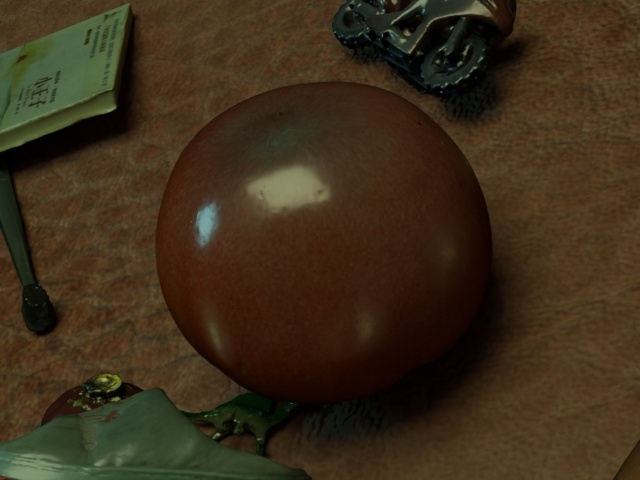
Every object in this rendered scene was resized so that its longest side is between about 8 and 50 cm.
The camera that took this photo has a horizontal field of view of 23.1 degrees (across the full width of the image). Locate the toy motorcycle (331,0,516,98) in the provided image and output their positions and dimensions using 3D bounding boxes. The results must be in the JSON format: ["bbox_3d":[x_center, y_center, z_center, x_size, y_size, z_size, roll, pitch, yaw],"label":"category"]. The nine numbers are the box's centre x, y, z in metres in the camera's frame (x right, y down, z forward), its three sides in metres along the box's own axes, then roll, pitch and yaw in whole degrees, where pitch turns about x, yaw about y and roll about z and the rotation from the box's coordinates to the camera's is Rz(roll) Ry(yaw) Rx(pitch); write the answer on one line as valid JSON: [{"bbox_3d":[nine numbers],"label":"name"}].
[{"bbox_3d":[0.099,-0.197,1.409,0.118,0.084,0.212,-48,40,-5],"label":"toy motorcycle"}]

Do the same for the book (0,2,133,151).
[{"bbox_3d":[-0.329,-0.144,1.613,0.289,0.026,0.201,-20,32,12],"label":"book"}]

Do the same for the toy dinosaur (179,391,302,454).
[{"bbox_3d":[-0.069,0.139,1.239,0.119,0.029,0.060,0,35,36],"label":"toy dinosaur"}]

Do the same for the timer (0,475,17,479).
[{"bbox_3d":[-0.233,0.276,1.050,0.229,0.229,0.215,0,59,29],"label":"timer"}]

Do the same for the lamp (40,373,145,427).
[{"bbox_3d":[-0.170,0.151,1.230,0.101,0.090,0.101,1,19,0],"label":"lamp"}]

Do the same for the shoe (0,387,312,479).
[{"bbox_3d":[-0.127,0.153,1.136,0.251,0.103,0.100,6,71,-5],"label":"shoe"}]

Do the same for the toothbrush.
[{"bbox_3d":[-0.295,-0.015,1.496,0.030,0.031,0.297,-12,39,-15],"label":"toothbrush"}]

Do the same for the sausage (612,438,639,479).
[{"bbox_3d":[0.275,0.124,0.987,0.121,0.121,0.304,25,66,41],"label":"sausage"}]

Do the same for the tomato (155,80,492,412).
[{"bbox_3d":[0.000,0.000,1.183,0.255,0.224,0.256,-14,32,9],"label":"tomato"}]
